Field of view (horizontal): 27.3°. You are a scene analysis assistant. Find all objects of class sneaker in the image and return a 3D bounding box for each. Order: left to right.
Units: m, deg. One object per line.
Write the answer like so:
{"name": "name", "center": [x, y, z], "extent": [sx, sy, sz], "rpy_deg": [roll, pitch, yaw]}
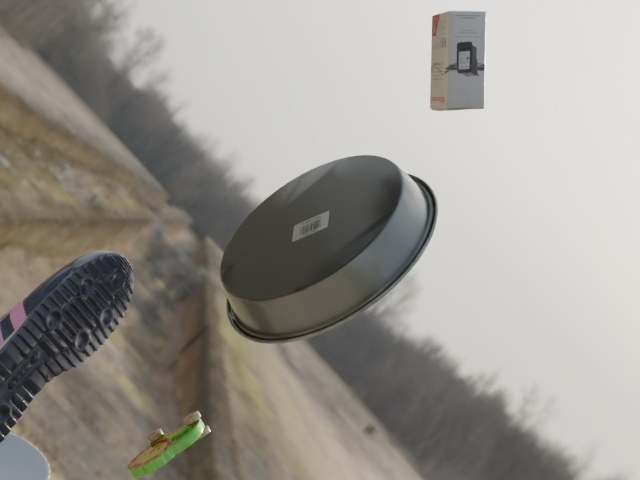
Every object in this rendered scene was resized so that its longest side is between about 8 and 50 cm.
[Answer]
{"name": "sneaker", "center": [-0.348, 0.114, 1.459], "extent": [0.131, 0.319, 0.112], "rpy_deg": [17, -40, 40]}

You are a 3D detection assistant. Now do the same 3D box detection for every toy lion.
{"name": "toy lion", "center": [-0.201, 0.269, 1.703], "extent": [0.034, 0.100, 0.096], "rpy_deg": [59, 19, -10]}

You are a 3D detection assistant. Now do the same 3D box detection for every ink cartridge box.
{"name": "ink cartridge box", "center": [0.212, -0.276, 2.039], "extent": [0.109, 0.063, 0.151], "rpy_deg": [-146, -124, -79]}

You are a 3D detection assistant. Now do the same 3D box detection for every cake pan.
{"name": "cake pan", "center": [0.000, 0.000, 1.577], "extent": [0.054, 0.293, 0.293], "rpy_deg": [56, -7, -30]}

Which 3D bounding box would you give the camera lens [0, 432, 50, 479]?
{"name": "camera lens", "center": [-0.469, 0.402, 1.693], "extent": [0.219, 0.274, 0.219], "rpy_deg": [14, 18, -5]}
